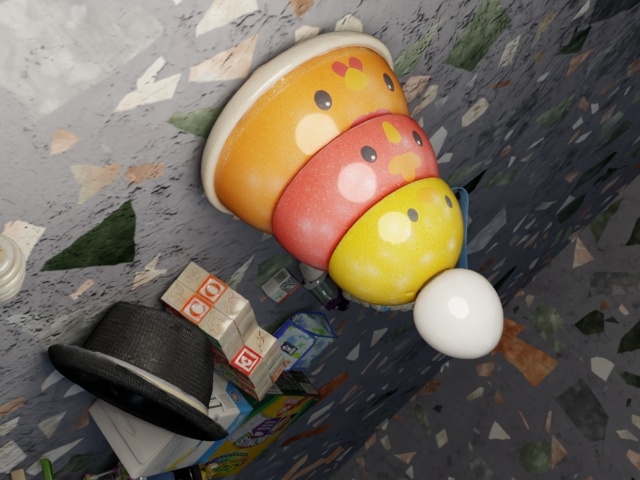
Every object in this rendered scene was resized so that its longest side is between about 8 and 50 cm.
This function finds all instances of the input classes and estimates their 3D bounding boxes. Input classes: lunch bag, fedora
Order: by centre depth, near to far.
[{"bbox_3d":[-0.272,0.203,1.495,0.334,0.334,0.152,78,33,-65],"label":"fedora"},{"bbox_3d":[-0.057,0.227,2.067,0.151,0.096,0.129,15,125,-47],"label":"lunch bag"}]

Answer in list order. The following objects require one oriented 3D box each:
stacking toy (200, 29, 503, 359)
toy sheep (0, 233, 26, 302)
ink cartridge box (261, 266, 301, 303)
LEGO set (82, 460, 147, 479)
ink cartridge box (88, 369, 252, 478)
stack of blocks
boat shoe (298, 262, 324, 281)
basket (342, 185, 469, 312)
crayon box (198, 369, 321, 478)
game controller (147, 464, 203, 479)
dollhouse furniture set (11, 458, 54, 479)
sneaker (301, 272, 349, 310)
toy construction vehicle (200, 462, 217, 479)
[{"bbox_3d":[0.091,-0.030,1.292,0.350,0.480,0.351,-35,158,-16],"label":"stacking toy"},{"bbox_3d":[-0.406,0.033,1.123,0.091,0.091,0.132,-33,157,-18],"label":"toy sheep"},{"bbox_3d":[-0.075,0.097,1.865,0.063,0.029,0.115,-42,158,0],"label":"ink cartridge box"},{"bbox_3d":[-0.466,0.579,1.999,0.107,0.132,0.287,-13,132,-38],"label":"LEGO set"},{"bbox_3d":[-0.288,0.331,1.766,0.168,0.171,0.232,-48,158,16],"label":"ink cartridge box"},{"bbox_3d":[-0.167,0.172,1.643,0.087,0.171,0.297,-52,161,-18],"label":"stack of blocks"},{"bbox_3d":[0.000,0.000,1.733,0.098,0.096,0.277,-55,-176,-24],"label":"boat shoe"},{"bbox_3d":[0.191,0.031,1.868,0.289,0.201,0.255,-14,106,-36],"label":"basket"},{"bbox_3d":[-0.198,0.445,2.215,0.313,0.106,0.363,-44,158,9],"label":"crayon box"},{"bbox_3d":[-0.330,0.537,1.946,0.067,0.166,0.319,-19,-178,-36],"label":"game controller"},{"bbox_3d":[-0.587,0.467,1.733,0.151,0.059,0.076,-15,160,-11],"label":"dollhouse furniture set"},{"bbox_3d":[0.028,0.114,1.943,0.083,0.098,0.223,-39,169,13],"label":"sneaker"},{"bbox_3d":[-0.283,0.563,2.124,0.098,0.035,0.086,-45,157,21],"label":"toy construction vehicle"}]
